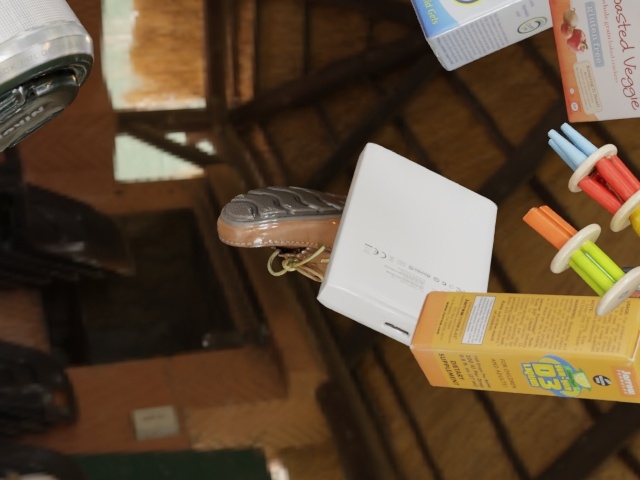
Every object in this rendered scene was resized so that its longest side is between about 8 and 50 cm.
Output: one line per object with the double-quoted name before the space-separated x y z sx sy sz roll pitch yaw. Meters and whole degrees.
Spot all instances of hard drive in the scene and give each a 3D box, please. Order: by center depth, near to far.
"hard drive" 0.120 0.011 1.543 0.040 0.203 0.307 -59 -172 38

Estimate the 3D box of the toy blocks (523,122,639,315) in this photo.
"toy blocks" 0.219 -0.024 0.990 0.148 0.123 0.054 48 -26 22

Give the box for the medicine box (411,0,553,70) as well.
"medicine box" 0.265 -0.445 1.817 0.149 0.289 0.263 32 38 -69

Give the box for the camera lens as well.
"camera lens" -0.378 -0.228 1.210 0.274 0.219 0.219 56 -19 1

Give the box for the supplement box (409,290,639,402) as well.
"supplement box" 0.214 0.104 1.208 0.078 0.233 0.080 60 40 -41

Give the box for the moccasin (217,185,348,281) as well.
"moccasin" -0.002 -0.001 1.824 0.139 0.380 0.147 25 -75 36

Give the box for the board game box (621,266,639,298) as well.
"board game box" 0.436 0.121 1.361 0.243 0.165 0.042 -85 171 -50

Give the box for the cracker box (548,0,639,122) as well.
"cracker box" 0.302 -0.187 1.022 0.232 0.067 0.155 1 -74 55
